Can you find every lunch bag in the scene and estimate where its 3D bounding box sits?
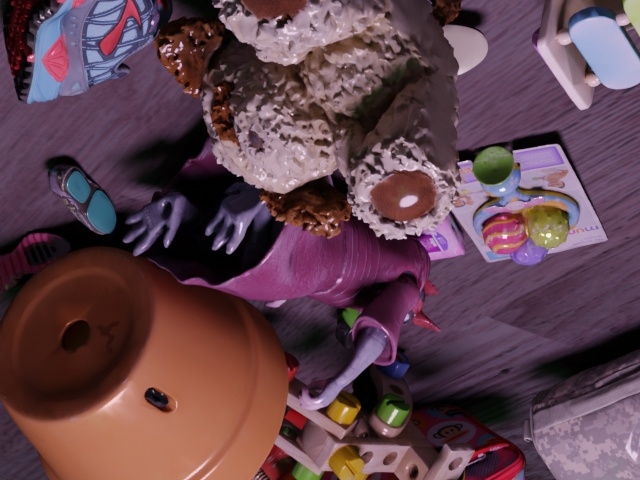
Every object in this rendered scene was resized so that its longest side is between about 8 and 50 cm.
[{"bbox_3d":[0.110,0.333,2.037,0.293,0.258,0.120,-23,117,-21],"label":"lunch bag"},{"bbox_3d":[0.433,0.225,1.969,0.305,0.212,0.256,-27,137,33],"label":"lunch bag"}]

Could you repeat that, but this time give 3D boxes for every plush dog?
[{"bbox_3d":[-0.005,-0.125,1.334,0.225,0.210,0.262,-24,108,36],"label":"plush dog"}]

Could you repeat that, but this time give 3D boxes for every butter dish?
[{"bbox_3d":[-0.030,0.292,2.166,0.160,0.118,0.160,13,148,-25],"label":"butter dish"}]

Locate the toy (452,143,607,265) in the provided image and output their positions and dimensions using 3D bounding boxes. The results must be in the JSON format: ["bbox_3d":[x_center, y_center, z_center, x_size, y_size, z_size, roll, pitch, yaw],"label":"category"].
[{"bbox_3d":[0.207,-0.018,1.681,0.137,0.056,0.237,-10,150,18],"label":"toy"}]

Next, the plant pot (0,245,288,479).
[{"bbox_3d":[-0.207,0.137,1.711,0.291,0.291,0.203,-14,146,22],"label":"plant pot"}]

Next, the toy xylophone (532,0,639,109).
[{"bbox_3d":[0.349,-0.192,1.347,0.323,0.081,0.236,-20,146,31],"label":"toy xylophone"}]

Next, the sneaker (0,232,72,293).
[{"bbox_3d":[-0.306,0.023,1.758,0.119,0.047,0.057,-22,167,33],"label":"sneaker"}]

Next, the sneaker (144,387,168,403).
[{"bbox_3d":[-0.166,0.190,1.973,0.217,0.121,0.079,-14,148,21],"label":"sneaker"}]

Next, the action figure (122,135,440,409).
[{"bbox_3d":[0.000,0.000,1.635,0.370,0.248,0.276,17,112,-40],"label":"action figure"}]

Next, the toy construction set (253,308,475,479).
[{"bbox_3d":[0.027,0.261,1.883,0.309,0.237,0.257,-43,149,3],"label":"toy construction set"}]

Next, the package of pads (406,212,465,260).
[{"bbox_3d":[0.118,-0.009,1.717,0.050,0.032,0.083,-12,149,17],"label":"package of pads"}]

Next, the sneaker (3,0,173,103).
[{"bbox_3d":[-0.177,-0.208,1.310,0.125,0.104,0.262,-8,160,-24],"label":"sneaker"}]

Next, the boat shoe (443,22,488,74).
[{"bbox_3d":[0.081,-0.162,1.433,0.137,0.049,0.043,-13,-169,16],"label":"boat shoe"}]

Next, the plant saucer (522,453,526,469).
[{"bbox_3d":[0.158,0.343,2.349,0.278,0.041,0.278,-2,150,-1],"label":"plant saucer"}]

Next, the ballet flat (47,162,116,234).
[{"bbox_3d":[-0.243,-0.045,1.642,0.041,0.041,0.114,-9,150,14],"label":"ballet flat"}]
